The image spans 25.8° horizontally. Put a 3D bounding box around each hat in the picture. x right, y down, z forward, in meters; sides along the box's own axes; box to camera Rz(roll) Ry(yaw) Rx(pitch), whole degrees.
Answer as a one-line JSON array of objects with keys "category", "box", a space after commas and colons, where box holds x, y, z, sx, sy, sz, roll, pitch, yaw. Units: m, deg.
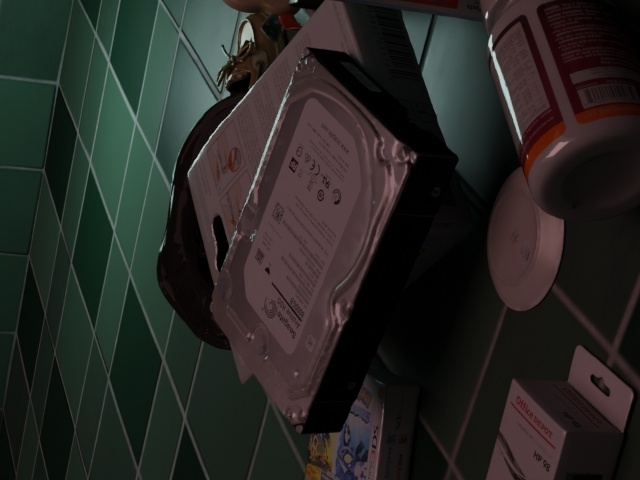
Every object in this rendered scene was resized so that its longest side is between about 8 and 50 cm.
[{"category": "hat", "box": [-0.055, -0.019, 1.755, 0.331, 0.134, 0.331, -12, 72, 39]}]

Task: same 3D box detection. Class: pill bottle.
[{"category": "pill bottle", "box": [0.207, -0.134, 1.167, 0.121, 0.121, 0.221, 119, 148, -46]}]

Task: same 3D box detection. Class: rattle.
[{"category": "rattle", "box": [-0.074, -0.330, 1.989, 0.199, 0.130, 0.142, 53, 153, 21]}]

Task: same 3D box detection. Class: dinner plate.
[{"category": "dinner plate", "box": [0.189, -0.003, 1.331, 0.141, 0.017, 0.141, -177, 90, -67]}]

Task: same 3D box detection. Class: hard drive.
[{"category": "hard drive", "box": [0.000, 0.000, 1.459, 0.237, 0.064, 0.339, 50, 128, 44]}]

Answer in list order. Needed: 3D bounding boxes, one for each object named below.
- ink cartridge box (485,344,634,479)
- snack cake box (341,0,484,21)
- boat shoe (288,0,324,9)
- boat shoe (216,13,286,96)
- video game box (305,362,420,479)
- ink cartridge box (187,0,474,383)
[{"category": "ink cartridge box", "box": [0.199, 0.188, 1.204, 0.104, 0.060, 0.180, -133, 51, -62]}, {"category": "snack cake box", "box": [0.096, -0.285, 1.283, 0.089, 0.264, 0.152, -144, 61, -66]}, {"category": "boat shoe", "box": [0.028, -0.335, 1.671, 0.307, 0.111, 0.104, -163, 77, -68]}, {"category": "boat shoe", "box": [-0.101, -0.201, 1.994, 0.104, 0.089, 0.285, 135, 135, -59]}, {"category": "video game box", "box": [0.044, 0.236, 1.605, 0.205, 0.048, 0.187, -165, 82, -68]}, {"category": "ink cartridge box", "box": [-0.006, -0.051, 1.601, 0.385, 0.091, 0.308, -45, 52, 45]}]
